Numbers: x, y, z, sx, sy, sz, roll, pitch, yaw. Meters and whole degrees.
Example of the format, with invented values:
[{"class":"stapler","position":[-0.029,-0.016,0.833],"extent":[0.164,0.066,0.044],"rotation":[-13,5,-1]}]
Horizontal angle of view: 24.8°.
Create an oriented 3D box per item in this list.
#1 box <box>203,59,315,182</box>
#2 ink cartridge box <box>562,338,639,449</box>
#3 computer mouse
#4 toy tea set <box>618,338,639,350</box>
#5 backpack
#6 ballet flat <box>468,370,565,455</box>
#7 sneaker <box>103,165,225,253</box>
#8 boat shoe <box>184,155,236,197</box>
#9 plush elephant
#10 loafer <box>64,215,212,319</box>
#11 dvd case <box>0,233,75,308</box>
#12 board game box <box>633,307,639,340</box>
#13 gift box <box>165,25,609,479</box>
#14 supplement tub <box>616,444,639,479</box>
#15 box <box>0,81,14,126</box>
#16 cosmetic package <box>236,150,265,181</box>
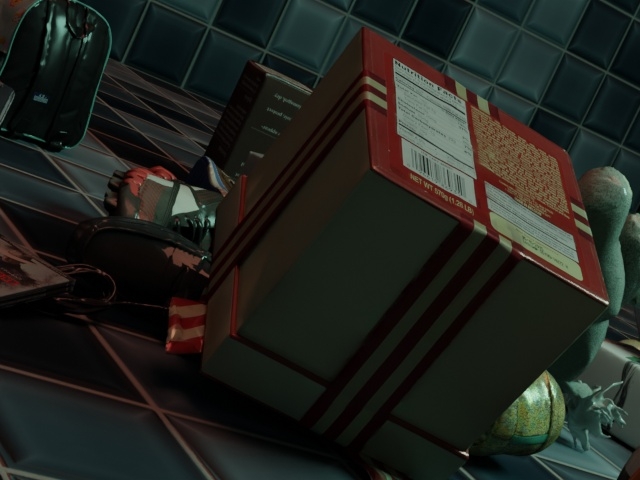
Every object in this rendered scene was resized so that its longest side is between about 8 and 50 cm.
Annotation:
[{"class":"box","position":[-0.059,-0.127,2.066],"extent":[0.167,0.203,0.168],"rotation":[23,8,-17]},{"class":"ink cartridge box","position":[0.407,0.204,1.758],"extent":[0.219,0.093,0.160],"rotation":[32,10,38]},{"class":"computer mouse","position":[-0.137,0.067,1.202],"extent":[0.242,0.041,0.071],"rotation":[15,38,-30]},{"class":"toy tea set","position":[0.344,0.119,1.995],"extent":[0.336,0.124,0.200],"rotation":[17,11,-45]},{"class":"backpack","position":[-0.362,-0.228,1.846],"extent":[0.166,0.188,0.144],"rotation":[16,12,-45]},{"class":"ballet flat","position":[0.071,0.099,1.377],"extent":[0.348,0.123,0.123],"rotation":[31,10,35]},{"class":"sneaker","position":[-0.146,-0.010,1.423],"extent":[0.135,0.098,0.276],"rotation":[23,7,2]},{"class":"boat shoe","position":[-0.131,-0.050,1.892],"extent":[0.066,0.066,0.183],"rotation":[27,16,-26]},{"class":"plush elephant","position":[0.241,0.029,1.586],"extent":[0.330,0.271,0.255],"rotation":[60,21,-26]},{"class":"loafer","position":[-0.120,0.036,1.282],"extent":[0.223,0.076,0.078],"rotation":[24,-1,-36]},{"class":"dvd case","position":[-0.255,0.024,1.093],"extent":[0.087,0.013,0.119],"rotation":[29,20,25]},{"class":"board game box","position":[0.538,0.182,1.805],"extent":[0.318,0.066,0.318],"rotation":[33,-24,41]},{"class":"gift box","position":[0.042,0.030,1.138],"extent":[0.255,0.258,0.276],"rotation":[31,31,-14]},{"class":"supplement tub","position":[0.329,0.214,1.043],"extent":[0.207,0.207,0.338],"rotation":[29,8,27]},{"class":"box","position":[-0.331,-0.064,0.971],"extent":[0.207,0.153,0.108],"rotation":[22,17,-12]},{"class":"cosmetic package","position":[0.000,0.000,1.714],"extent":[0.238,0.127,0.107],"rotation":[28,9,28]}]
